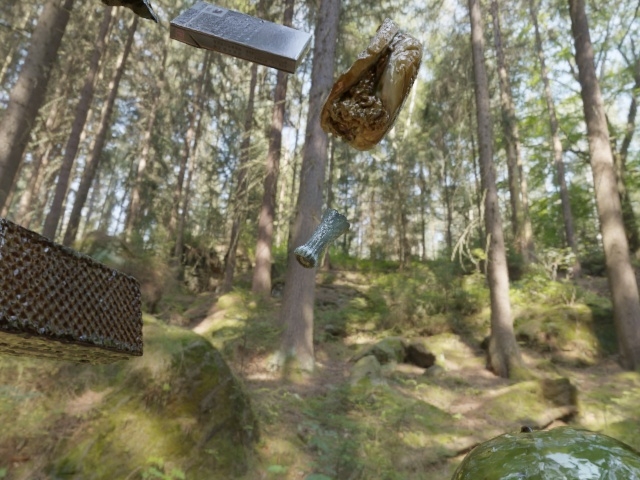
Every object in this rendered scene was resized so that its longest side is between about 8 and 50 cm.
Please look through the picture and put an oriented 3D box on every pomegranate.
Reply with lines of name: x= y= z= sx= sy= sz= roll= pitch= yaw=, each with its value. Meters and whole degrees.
pomegranate: x=0.191 y=0.244 z=0.331 sx=0.179 sy=0.211 sz=0.180 roll=-2 pitch=-54 yaw=-3

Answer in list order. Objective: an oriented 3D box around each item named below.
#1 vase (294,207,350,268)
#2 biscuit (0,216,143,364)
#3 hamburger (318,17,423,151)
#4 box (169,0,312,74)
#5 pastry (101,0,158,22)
vase: x=0.000 y=0.000 z=1.057 sx=0.081 sy=0.149 sz=0.081 roll=29 pitch=-30 yaw=19
biscuit: x=-0.286 y=0.069 z=0.477 sx=0.070 sy=0.106 sz=0.252 roll=-14 pitch=-22 yaw=6
hamburger: x=0.104 y=-0.297 z=0.871 sx=0.146 sy=0.286 sz=0.243 roll=30 pitch=-63 yaw=-2
box: x=-0.197 y=-0.527 z=1.141 sx=0.324 sy=0.181 sz=0.047 roll=16 pitch=-44 yaw=2
pastry: x=-0.185 y=-0.302 z=0.331 sx=0.235 sy=0.257 sz=0.121 roll=-4 pitch=-5 yaw=-11
